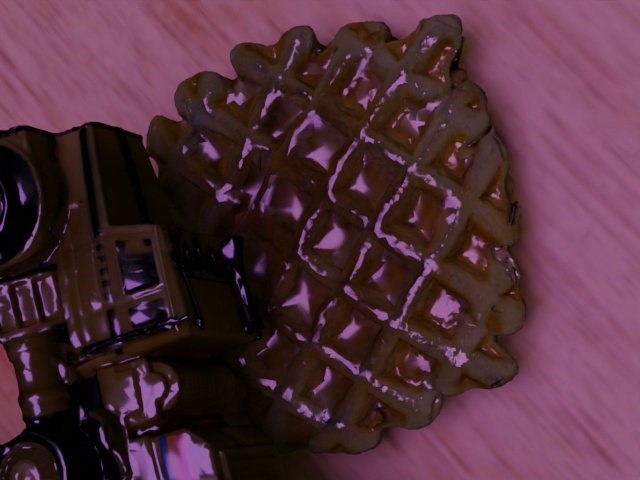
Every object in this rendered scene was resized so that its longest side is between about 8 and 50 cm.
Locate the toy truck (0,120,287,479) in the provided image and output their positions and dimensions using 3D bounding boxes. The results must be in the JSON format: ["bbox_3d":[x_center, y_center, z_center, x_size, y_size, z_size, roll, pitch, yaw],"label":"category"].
[{"bbox_3d":[-0.084,0.065,0.715,0.127,0.127,0.257,-25,76,19],"label":"toy truck"}]

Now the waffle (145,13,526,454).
[{"bbox_3d":[0.000,0.000,0.762,0.208,0.054,0.214,-14,83,28],"label":"waffle"}]
